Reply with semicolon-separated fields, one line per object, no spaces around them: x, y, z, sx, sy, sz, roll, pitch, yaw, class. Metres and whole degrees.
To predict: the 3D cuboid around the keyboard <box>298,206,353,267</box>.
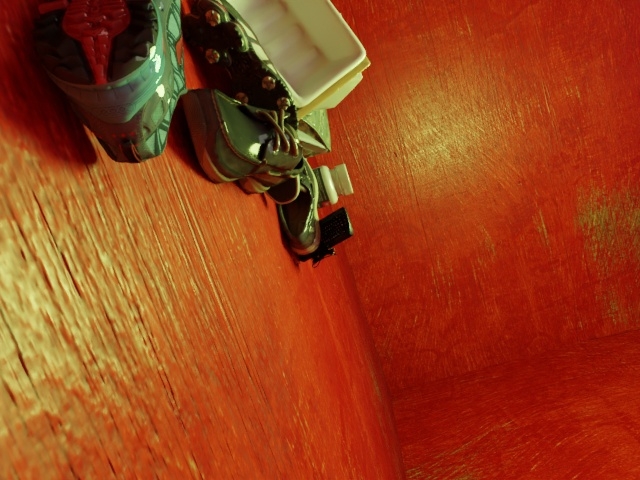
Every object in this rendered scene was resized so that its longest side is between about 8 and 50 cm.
0.000;0.000;1.077;0.038;0.192;0.100;-6;72;-44;keyboard

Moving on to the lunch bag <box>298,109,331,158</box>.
-0.089;-0.402;1.283;0.287;0.169;0.235;40;40;-60;lunch bag

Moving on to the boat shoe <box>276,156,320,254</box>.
-0.059;-0.109;1.074;0.092;0.103;0.285;70;12;-66;boat shoe

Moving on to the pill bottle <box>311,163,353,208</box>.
-0.011;-0.137;1.187;0.108;0.180;0.107;-17;90;-83;pill bottle

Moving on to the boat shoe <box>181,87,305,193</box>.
-0.099;-0.160;0.693;0.355;0.130;0.132;-14;87;-84;boat shoe

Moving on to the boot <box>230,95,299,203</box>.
-0.110;-0.207;0.965;0.176;0.089;0.244;-95;163;-69;boot

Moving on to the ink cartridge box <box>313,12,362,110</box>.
-0.055;-0.412;1.070;0.168;0.233;0.171;-18;-90;66;ink cartridge box

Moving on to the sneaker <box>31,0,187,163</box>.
-0.171;-0.173;0.393;0.125;0.104;0.261;94;-9;-53;sneaker

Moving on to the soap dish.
-0.072;-0.406;0.906;0.290;0.229;0.118;50;-19;-10;soap dish

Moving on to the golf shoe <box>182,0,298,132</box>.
-0.117;-0.301;0.788;0.272;0.105;0.120;55;28;-34;golf shoe

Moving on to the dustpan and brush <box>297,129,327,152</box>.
-0.092;-0.258;1.123;0.147;0.060;0.211;11;26;-35;dustpan and brush
